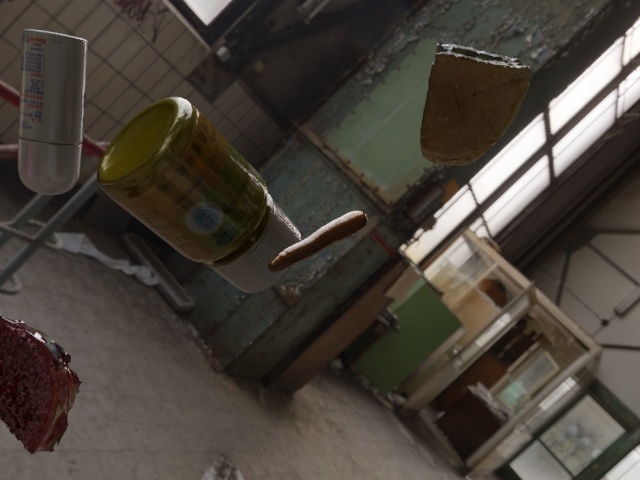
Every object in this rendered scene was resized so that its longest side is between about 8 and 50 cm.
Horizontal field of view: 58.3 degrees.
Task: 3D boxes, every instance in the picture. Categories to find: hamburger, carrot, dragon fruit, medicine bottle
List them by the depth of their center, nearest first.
[{"bbox_3d":[-0.477,0.206,0.941,0.274,0.126,0.161,42,-13,11],"label":"dragon fruit"},{"bbox_3d":[0.243,-0.211,0.954,0.155,0.208,0.135,30,27,28],"label":"hamburger"},{"bbox_3d":[0.000,0.000,1.005,0.248,0.043,0.043,-28,68,-41],"label":"carrot"},{"bbox_3d":[-0.217,-0.071,1.120,0.384,0.224,0.224,47,2,-39],"label":"medicine bottle"},{"bbox_3d":[-0.581,-0.268,1.240,0.130,0.341,0.130,8,11,-2],"label":"medicine bottle"}]
